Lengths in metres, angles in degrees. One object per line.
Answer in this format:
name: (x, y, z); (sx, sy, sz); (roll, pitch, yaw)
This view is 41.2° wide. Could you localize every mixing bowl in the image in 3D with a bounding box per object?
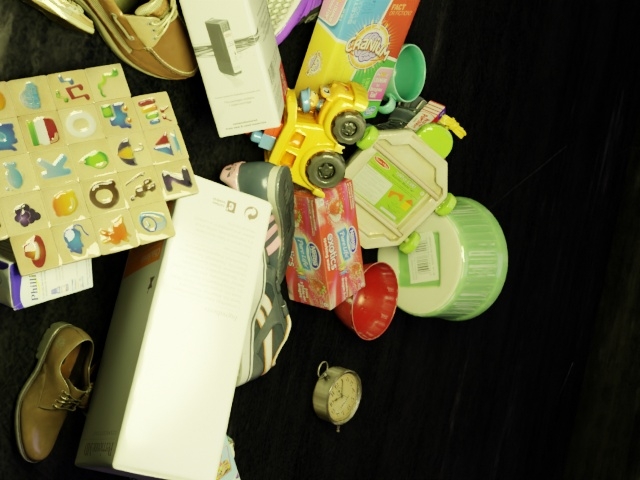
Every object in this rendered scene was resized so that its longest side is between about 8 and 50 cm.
mixing bowl: (0.090, 0.131, 1.963); (0.181, 0.098, 0.182); (-16, 111, -48)

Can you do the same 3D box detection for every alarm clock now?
alarm clock: (0.030, 0.345, 1.969); (0.129, 0.064, 0.192); (-51, 137, -30)

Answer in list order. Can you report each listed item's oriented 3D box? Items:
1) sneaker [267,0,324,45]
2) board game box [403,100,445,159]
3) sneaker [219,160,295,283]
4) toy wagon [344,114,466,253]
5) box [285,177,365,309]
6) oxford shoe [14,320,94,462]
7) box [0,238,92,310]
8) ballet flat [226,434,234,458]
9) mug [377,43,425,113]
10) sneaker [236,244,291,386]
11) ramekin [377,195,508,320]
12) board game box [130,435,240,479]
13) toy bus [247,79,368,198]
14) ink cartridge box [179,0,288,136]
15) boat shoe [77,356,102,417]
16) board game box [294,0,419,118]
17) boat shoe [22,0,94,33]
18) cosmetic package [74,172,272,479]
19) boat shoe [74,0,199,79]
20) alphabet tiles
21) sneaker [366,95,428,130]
sneaker: (-0.030, -0.465, 1.660); (0.146, 0.102, 0.293); (48, 62, -47)
board game box: (0.235, -0.206, 1.986); (0.147, 0.045, 0.194); (-47, 149, -27)
sneaker: (-0.122, -0.035, 1.667); (0.319, 0.131, 0.112); (91, 13, -46)
toy wagon: (0.176, -0.138, 1.865); (0.267, 0.068, 0.344); (38, 104, -22)
box: (0.000, 0.000, 1.797); (0.128, 0.122, 0.257); (-30, 121, -43)
oxford shoe: (-0.422, 0.249, 1.355); (0.082, 0.096, 0.227); (18, 87, -54)
box: (-0.432, 0.040, 1.264); (0.137, 0.126, 0.072); (-17, 114, -48)
ballet flat: (-0.194, 0.455, 1.736); (0.041, 0.041, 0.114); (-5, 103, -51)
mug: (0.155, -0.374, 1.919); (0.157, 0.097, 0.130); (-39, 128, -38)
sneaker: (-0.132, 0.123, 1.665); (0.127, 0.126, 0.321); (-15, 121, -44)
ramekin: (0.278, 0.044, 2.025); (0.148, 0.303, 0.304); (1, 98, -44)
board game box: (-0.246, 0.467, 1.591); (0.144, 0.142, 0.275); (-37, 126, -40)
toy bus: (-0.035, -0.222, 1.637); (0.211, 0.149, 0.220); (21, 114, -15)
ink cartridge box: (-0.146, -0.346, 1.468); (0.197, 0.114, 0.273); (-85, 165, -60)
boat shoe: (-0.322, 0.194, 1.471); (0.257, 0.095, 0.095); (-49, 127, -32)
board game box: (0.073, -0.394, 1.740); (0.242, 0.064, 0.317); (-19, 138, -48)
boat shoe: (-0.397, -0.359, 1.268); (0.153, 0.056, 0.048); (28, 82, -43)
cosmetic package: (-0.234, 0.148, 1.358); (0.161, 0.230, 0.454); (19, 68, -25)
boat shoe: (-0.291, -0.365, 1.343); (0.324, 0.119, 0.123); (40, 68, -48)
alphabet tiles: (-0.360, -0.110, 1.236); (0.342, 0.011, 0.285); (-16, 81, -26)
sneaker: (0.167, -0.274, 1.956); (0.226, 0.086, 0.163); (21, 93, -61)
